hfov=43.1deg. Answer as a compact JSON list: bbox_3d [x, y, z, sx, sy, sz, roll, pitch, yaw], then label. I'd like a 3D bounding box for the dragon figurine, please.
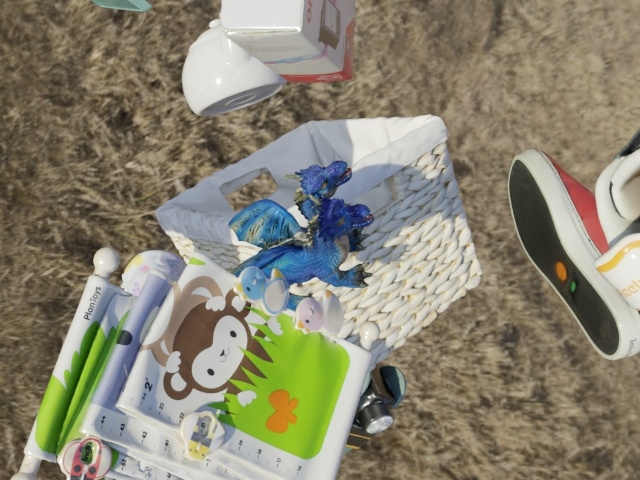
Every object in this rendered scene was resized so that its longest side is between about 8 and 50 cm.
[{"bbox_3d":[-0.047,0.013,0.821,0.144,0.289,0.085,31,47,-41],"label":"dragon figurine"}]

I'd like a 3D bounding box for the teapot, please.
[{"bbox_3d":[-0.204,-0.398,1.803,0.252,0.256,0.187,-21,91,-58],"label":"teapot"}]

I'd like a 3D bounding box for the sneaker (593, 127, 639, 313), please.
[{"bbox_3d":[0.310,-0.068,0.646,0.127,0.126,0.321,31,55,-1],"label":"sneaker"}]

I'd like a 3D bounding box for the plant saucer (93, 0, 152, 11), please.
[{"bbox_3d":[-0.353,-0.411,1.365,0.067,0.192,0.018,30,85,-41],"label":"plant saucer"}]

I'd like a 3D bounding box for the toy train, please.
[{"bbox_3d":[0.010,0.207,1.387,0.142,0.190,0.334,26,28,-45],"label":"toy train"}]

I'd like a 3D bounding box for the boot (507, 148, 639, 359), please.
[{"bbox_3d":[0.305,-0.008,0.798,0.176,0.088,0.244,-15,53,-12],"label":"boot"}]

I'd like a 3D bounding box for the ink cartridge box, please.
[{"bbox_3d":[-0.038,-0.395,1.293,0.306,0.131,0.226,6,87,-75],"label":"ink cartridge box"}]

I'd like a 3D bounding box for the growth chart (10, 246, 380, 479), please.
[{"bbox_3d":[-0.063,0.094,0.526,0.237,0.021,0.172,21,73,-33],"label":"growth chart"}]

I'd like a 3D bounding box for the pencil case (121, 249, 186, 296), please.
[{"bbox_3d":[-0.290,0.131,1.452,0.124,0.273,0.114,5,123,-19],"label":"pencil case"}]

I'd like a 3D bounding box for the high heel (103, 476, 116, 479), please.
[{"bbox_3d":[-0.347,0.353,1.550,0.093,0.261,0.186,-3,69,-65],"label":"high heel"}]

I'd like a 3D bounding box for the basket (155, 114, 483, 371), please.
[{"bbox_3d":[0.000,0.000,1.187,0.328,0.331,0.267,-34,115,-28],"label":"basket"}]
